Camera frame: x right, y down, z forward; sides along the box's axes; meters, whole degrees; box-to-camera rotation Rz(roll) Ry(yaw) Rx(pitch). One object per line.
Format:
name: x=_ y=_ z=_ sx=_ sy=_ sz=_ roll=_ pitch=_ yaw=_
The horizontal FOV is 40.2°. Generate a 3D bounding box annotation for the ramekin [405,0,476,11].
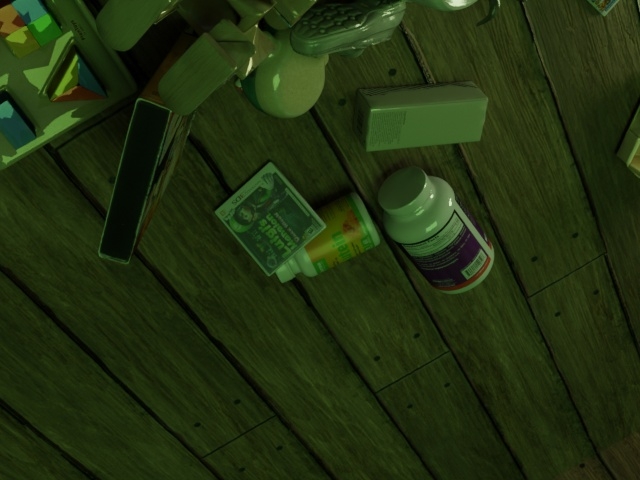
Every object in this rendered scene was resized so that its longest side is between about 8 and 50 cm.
ramekin: x=0.244 y=-0.552 z=1.617 sx=0.273 sy=0.127 sz=0.273 roll=-35 pitch=146 yaw=-28

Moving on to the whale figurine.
whale figurine: x=-0.071 y=-0.379 z=1.709 sx=0.216 sy=0.141 sz=0.272 roll=-3 pitch=109 yaw=-54

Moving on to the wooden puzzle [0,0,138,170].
wooden puzzle: x=-0.557 y=-0.309 z=1.601 sx=0.347 sy=0.080 sz=0.322 roll=-28 pitch=130 yaw=2

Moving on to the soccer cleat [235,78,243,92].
soccer cleat: x=-0.134 y=-0.313 z=1.788 sx=0.083 sy=0.029 sz=0.036 roll=16 pitch=123 yaw=-24

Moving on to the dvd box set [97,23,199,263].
dvd box set: x=-0.286 y=-0.190 z=1.575 sx=0.062 sy=0.420 sz=0.308 roll=19 pitch=119 yaw=-6

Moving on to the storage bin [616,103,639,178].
storage bin: x=0.899 y=-0.281 z=2.132 sx=0.260 sy=0.123 sz=0.262 roll=1 pitch=125 yaw=-21

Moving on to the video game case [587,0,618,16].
video game case: x=0.610 y=-0.553 z=1.894 sx=0.122 sy=0.011 sz=0.087 roll=29 pitch=111 yaw=-34

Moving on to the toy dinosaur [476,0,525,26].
toy dinosaur: x=0.384 y=-0.582 z=1.743 sx=0.160 sy=0.121 sz=0.313 roll=29 pitch=117 yaw=-22

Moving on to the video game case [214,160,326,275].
video game case: x=-0.111 y=-0.047 z=1.924 sx=0.173 sy=0.022 sz=0.190 roll=-41 pitch=88 yaw=12

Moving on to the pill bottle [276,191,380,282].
pill bottle: x=0.000 y=0.000 z=2.000 sx=0.245 sy=0.136 sz=0.136 roll=-26 pitch=130 yaw=0

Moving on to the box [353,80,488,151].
box: x=0.216 y=-0.272 z=1.905 sx=0.275 sy=0.094 sz=0.113 roll=-6 pitch=127 yaw=-17

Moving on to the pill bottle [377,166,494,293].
pill bottle: x=0.266 y=-0.026 z=2.051 sx=0.181 sy=0.181 sz=0.323 roll=-36 pitch=128 yaw=8

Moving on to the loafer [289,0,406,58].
loafer: x=0.055 y=-0.395 z=1.665 sx=0.319 sy=0.112 sz=0.112 roll=-30 pitch=145 yaw=-43

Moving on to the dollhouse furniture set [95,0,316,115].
dollhouse furniture set: x=-0.254 y=-0.413 z=1.413 sx=0.394 sy=0.362 sz=0.256 roll=47 pitch=132 yaw=-11
